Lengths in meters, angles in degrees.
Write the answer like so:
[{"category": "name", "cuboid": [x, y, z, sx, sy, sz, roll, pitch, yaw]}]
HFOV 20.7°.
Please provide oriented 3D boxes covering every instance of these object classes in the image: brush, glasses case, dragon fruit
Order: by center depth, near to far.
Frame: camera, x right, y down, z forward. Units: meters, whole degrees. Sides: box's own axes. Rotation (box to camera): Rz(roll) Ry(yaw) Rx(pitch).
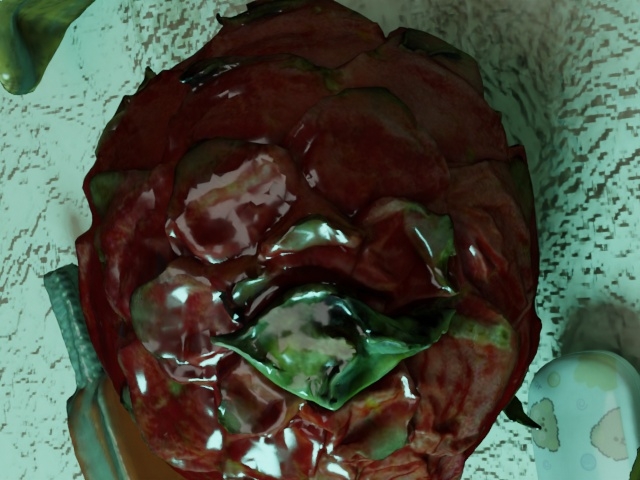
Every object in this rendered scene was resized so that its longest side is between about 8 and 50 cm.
[{"category": "dragon fruit", "cuboid": [0.000, 0.000, 0.869, 0.244, 0.244, 0.298, -39, 40, 35]}, {"category": "glasses case", "cuboid": [0.147, 0.137, 0.893, 0.063, 0.041, 0.164, -11, 90, 38]}, {"category": "brush", "cuboid": [-0.103, 0.163, 1.074, 0.051, 0.070, 0.323, -32, 75, 35]}]

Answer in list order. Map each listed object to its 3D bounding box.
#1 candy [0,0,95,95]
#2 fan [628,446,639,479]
[{"category": "candy", "cuboid": [-0.129, -0.216, 1.015, 0.271, 0.101, 0.143, -39, 80, 29]}, {"category": "fan", "cuboid": [0.278, 0.061, 0.739, 0.335, 0.011, 0.229, -26, 49, 21]}]
